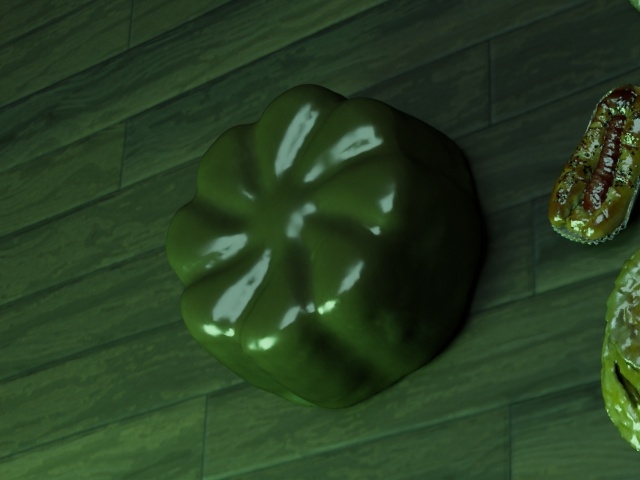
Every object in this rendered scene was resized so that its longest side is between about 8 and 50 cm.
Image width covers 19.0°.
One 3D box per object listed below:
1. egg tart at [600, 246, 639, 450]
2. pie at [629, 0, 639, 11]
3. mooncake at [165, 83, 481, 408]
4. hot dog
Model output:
[{"bbox_3d":[0.380,0.080,1.901,0.294,0.123,0.294,-22,56,36],"label":"egg tart"},{"bbox_3d":[0.430,-0.370,2.129,0.308,0.085,0.308,-21,56,35],"label":"pie"},{"bbox_3d":[0.000,0.000,2.253,0.378,0.201,0.378,-21,56,34],"label":"mooncake"},{"bbox_3d":[0.317,-0.084,2.102,0.108,0.059,0.191,19,80,43],"label":"hot dog"}]
